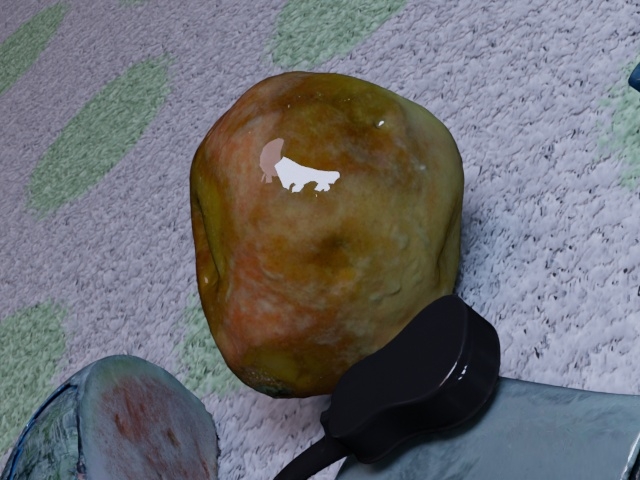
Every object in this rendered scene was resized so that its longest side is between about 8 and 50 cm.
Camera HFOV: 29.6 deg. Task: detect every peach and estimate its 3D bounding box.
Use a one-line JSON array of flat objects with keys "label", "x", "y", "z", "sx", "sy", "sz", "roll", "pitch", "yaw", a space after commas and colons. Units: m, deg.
[{"label": "peach", "x": 0.000, "y": 0.000, "z": 0.878, "sx": 0.214, "sy": 0.214, "sz": 0.236, "roll": -9, "pitch": 66, "yaw": 46}]

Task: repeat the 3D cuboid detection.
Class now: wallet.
[{"label": "wallet", "x": 0.063, "y": 0.205, "z": 0.700, "sx": 0.251, "sy": 0.054, "sz": 0.290, "roll": 4, "pitch": 61, "yaw": 58}]

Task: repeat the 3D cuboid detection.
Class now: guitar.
[{"label": "guitar", "x": 0.006, "y": 0.129, "z": 0.787, "sx": 0.271, "sy": 0.038, "sz": 0.084, "roll": -40, "pitch": 24, "yaw": 31}]

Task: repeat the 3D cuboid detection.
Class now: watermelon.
[{"label": "watermelon", "x": -0.181, "y": 0.215, "z": 0.852, "sx": 0.175, "sy": 0.188, "sz": 0.322, "roll": -30, "pitch": 28, "yaw": 10}]

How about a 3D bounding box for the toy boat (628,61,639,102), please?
[{"label": "toy boat", "x": 0.303, "y": -0.175, "z": 0.817, "sx": 0.238, "sy": 0.098, "sz": 0.109, "roll": -45, "pitch": 27, "yaw": 2}]
